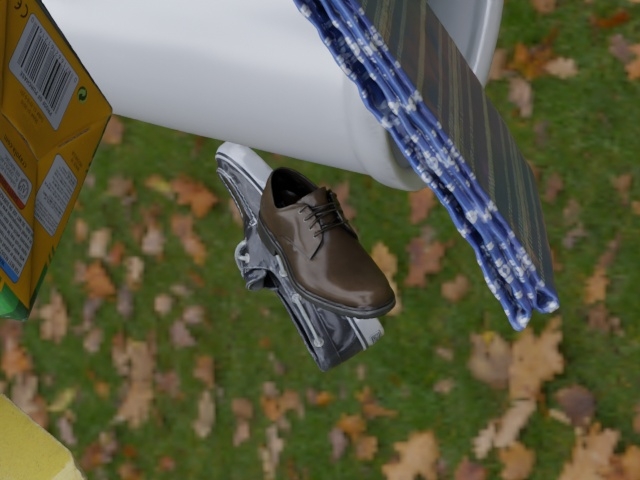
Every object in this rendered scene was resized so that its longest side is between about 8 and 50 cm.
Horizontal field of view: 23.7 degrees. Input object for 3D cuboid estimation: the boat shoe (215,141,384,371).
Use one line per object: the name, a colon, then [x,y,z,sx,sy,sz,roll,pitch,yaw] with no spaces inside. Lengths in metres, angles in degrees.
boat shoe: [-0.051,0.017,1.770,0.301,0.102,0.108,55,171,12]

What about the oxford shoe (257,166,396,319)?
oxford shoe: [0.000,0.000,1.587,0.227,0.083,0.096,44,144,39]

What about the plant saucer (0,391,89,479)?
plant saucer: [-0.275,0.315,1.519,0.333,0.081,0.333,22,138,56]

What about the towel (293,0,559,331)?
towel: [0.030,-0.126,0.876,0.040,0.336,0.243,-31,18,16]

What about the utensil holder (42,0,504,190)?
utensil holder: [-0.048,-0.249,1.523,0.385,0.327,0.328,14,101,21]

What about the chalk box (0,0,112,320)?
chalk box: [-0.323,-0.076,1.024,0.289,0.180,0.179,4,59,22]
